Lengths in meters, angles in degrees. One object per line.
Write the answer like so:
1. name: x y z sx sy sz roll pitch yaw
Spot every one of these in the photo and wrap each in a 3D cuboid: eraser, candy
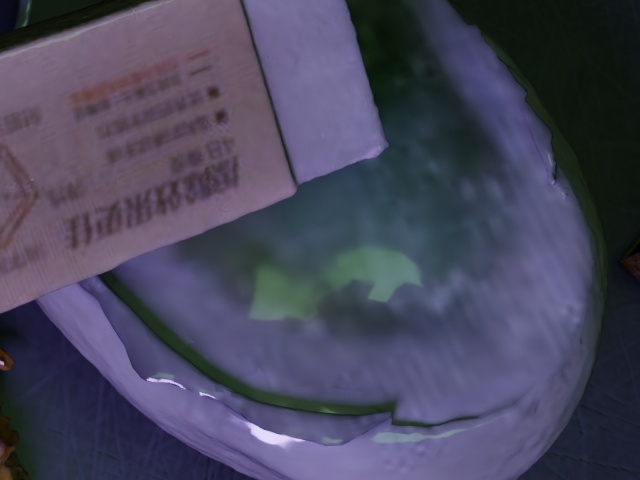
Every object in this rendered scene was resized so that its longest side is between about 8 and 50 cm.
1. eraser: -0.137 -0.060 1.001 0.343 0.078 0.144 -22 107 -18
2. candy: 0.000 0.000 1.160 0.386 0.186 0.427 -25 59 -19

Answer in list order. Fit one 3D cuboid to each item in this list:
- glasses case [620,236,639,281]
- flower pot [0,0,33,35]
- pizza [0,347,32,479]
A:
1. glasses case: 0.337 0.067 1.331 0.218 0.049 0.075 46 71 -2
2. flower pot: -0.322 -0.146 1.123 0.265 0.243 0.265 2 81 -10
3. pizza: -0.328 0.116 1.166 0.251 0.074 0.287 -15 82 -12
